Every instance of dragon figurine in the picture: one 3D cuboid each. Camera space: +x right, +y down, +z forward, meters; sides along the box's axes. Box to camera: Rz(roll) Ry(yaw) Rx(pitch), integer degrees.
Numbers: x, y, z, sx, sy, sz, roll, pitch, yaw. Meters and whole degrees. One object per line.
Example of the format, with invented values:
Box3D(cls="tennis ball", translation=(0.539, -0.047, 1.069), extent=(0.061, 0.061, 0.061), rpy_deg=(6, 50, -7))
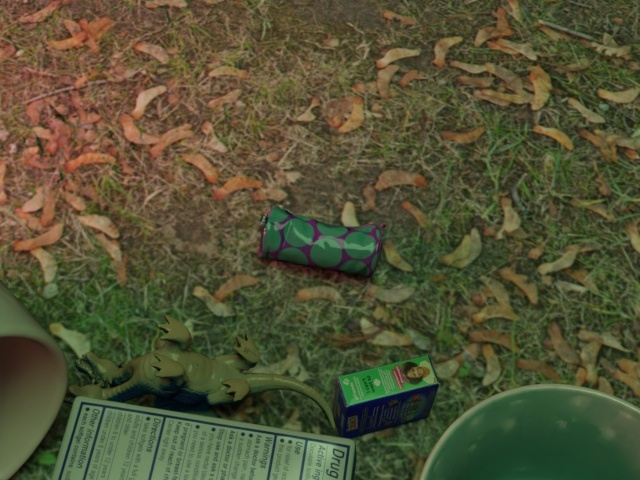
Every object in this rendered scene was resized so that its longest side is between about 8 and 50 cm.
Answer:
Box3D(cls="dragon figurine", translation=(-0.135, 0.162, 1.073), extent=(0.289, 0.144, 0.085), rpy_deg=(14, 54, -18))

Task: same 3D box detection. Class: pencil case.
Box3D(cls="pencil case", translation=(0.000, 0.000, 1.198), extent=(0.152, 0.064, 0.070), rpy_deg=(11, 83, 2))

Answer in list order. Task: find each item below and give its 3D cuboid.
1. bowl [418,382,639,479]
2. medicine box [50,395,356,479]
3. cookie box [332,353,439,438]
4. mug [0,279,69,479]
Box3D(cls="bowl", translation=(0.232, 0.316, 0.960), extent=(0.312, 0.163, 0.311), rpy_deg=(2, 58, -3))
Box3D(cls="medicine box", translation=(-0.125, 0.318, 0.939), extent=(0.289, 0.149, 0.263), rpy_deg=(9, 58, 1))
Box3D(cls="cookie box", translation=(0.070, 0.175, 1.078), extent=(0.107, 0.092, 0.040), rpy_deg=(-12, 57, -12))
Box3D(cls="mug", translation=(-0.493, 0.135, 0.982), extent=(0.328, 0.276, 0.374), rpy_deg=(40, 94, 25))
